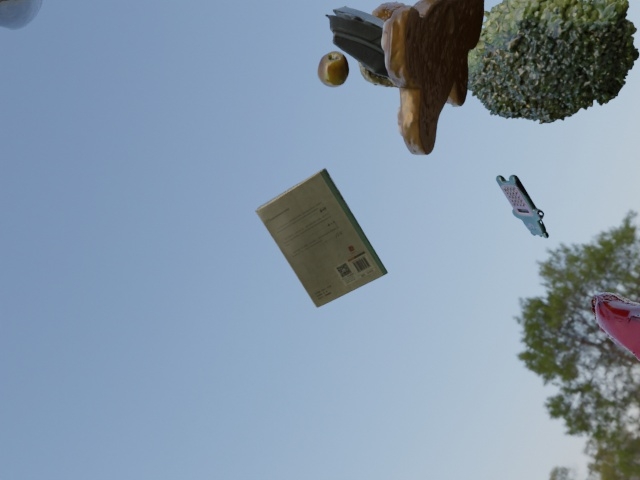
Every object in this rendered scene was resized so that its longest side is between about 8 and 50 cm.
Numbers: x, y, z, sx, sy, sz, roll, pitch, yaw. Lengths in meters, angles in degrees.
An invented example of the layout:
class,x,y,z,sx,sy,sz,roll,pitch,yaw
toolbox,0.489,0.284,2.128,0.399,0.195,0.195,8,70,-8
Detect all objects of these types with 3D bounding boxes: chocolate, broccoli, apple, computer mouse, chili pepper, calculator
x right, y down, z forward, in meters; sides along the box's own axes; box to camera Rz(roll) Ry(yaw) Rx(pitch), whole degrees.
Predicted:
class,x,y,z,sx,sy,sz,roll,pitch,yaw
chocolate,-0.551,-0.407,1.082,0.157,0.254,0.080,-15,-74,-19
broccoli,0.403,-0.339,1.120,0.235,0.288,0.260,-24,-52,-77
apple,0.045,-0.547,2.009,0.102,0.099,0.114,85,-152,-59
computer mouse,0.118,-0.458,1.423,0.071,0.231,0.126,-46,15,50
chili pepper,0.502,0.151,0.850,0.110,0.387,0.110,-6,-74,-20
calculator,0.378,-0.063,1.177,0.019,0.094,0.141,-37,-79,-8

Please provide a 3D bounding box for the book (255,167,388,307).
class,x,y,z,sx,sy,sz,roll,pitch,yaw
book,0.000,0.000,1.469,0.283,0.215,0.025,60,-154,-5

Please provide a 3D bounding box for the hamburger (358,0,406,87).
class,x,y,z,sx,sy,sz,roll,pitch,yaw
hamburger,0.221,-0.629,2.097,0.209,0.330,0.162,-21,-8,-19

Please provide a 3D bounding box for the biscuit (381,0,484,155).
class,x,y,z,sx,sy,sz,roll,pitch,yaw
biscuit,0.155,-0.265,0.833,0.340,0.047,0.216,-61,-33,-37
